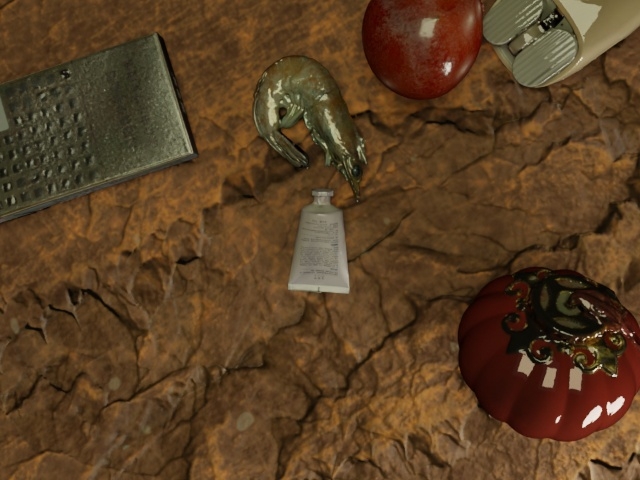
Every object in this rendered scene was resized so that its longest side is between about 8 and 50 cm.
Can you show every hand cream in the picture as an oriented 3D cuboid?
[{"bbox_3d":[0.000,0.000,1.257,0.084,0.053,0.142,3,104,7],"label":"hand cream"}]

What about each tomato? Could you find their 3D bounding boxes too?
[{"bbox_3d":[0.130,-0.263,1.198,0.167,0.167,0.167,0,88,6],"label":"tomato"}]

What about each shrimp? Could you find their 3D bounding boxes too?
[{"bbox_3d":[-0.013,-0.144,1.259,0.126,0.047,0.223,-28,82,10],"label":"shrimp"}]

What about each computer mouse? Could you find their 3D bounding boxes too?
[{"bbox_3d":[0.329,-0.304,1.212,0.236,0.082,0.145,-33,86,3],"label":"computer mouse"}]

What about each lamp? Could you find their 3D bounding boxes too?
[{"bbox_3d":[0.280,0.130,1.135,0.227,0.227,0.227,0,88,6],"label":"lamp"}]

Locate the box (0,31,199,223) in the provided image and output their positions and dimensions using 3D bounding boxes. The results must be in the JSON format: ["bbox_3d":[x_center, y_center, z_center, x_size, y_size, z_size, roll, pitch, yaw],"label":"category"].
[{"bbox_3d":[-0.348,-0.151,1.291,0.325,0.047,0.180,-18,86,5],"label":"box"}]
